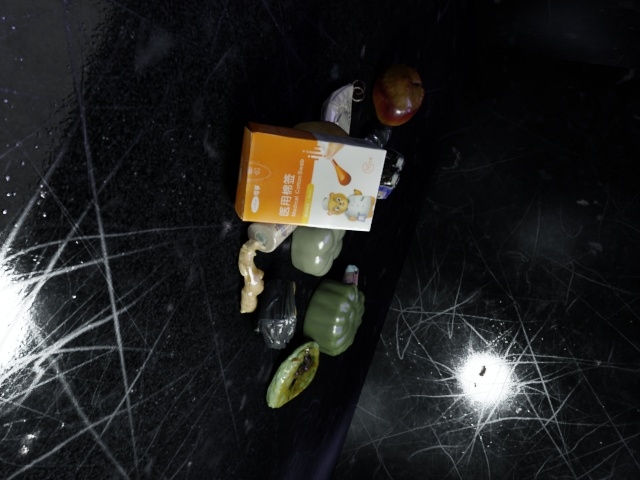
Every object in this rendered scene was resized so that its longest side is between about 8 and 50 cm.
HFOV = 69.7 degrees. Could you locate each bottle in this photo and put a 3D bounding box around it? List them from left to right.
[{"bbox_3d":[-0.122,-0.053,1.363,0.209,0.097,0.110,-47,171,-48],"label":"bottle"}]

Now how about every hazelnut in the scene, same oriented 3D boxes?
[{"bbox_3d":[0.305,-0.584,1.866,0.217,0.217,0.251,55,40,-64],"label":"hazelnut"}]

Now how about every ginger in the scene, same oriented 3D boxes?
[{"bbox_3d":[-0.197,0.106,1.336,0.089,0.075,0.288,-21,133,-38],"label":"ginger"}]

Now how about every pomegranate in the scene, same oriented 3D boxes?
[{"bbox_3d":[-0.005,-0.237,1.333,0.233,0.233,0.233,-50,150,-44],"label":"pomegranate"}]

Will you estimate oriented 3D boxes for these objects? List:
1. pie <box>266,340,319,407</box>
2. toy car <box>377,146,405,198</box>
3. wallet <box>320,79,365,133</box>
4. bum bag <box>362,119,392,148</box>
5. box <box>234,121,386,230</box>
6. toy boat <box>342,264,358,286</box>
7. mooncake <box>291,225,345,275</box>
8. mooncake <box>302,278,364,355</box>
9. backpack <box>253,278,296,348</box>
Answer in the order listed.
[{"bbox_3d":[-0.099,0.543,1.858,0.323,0.071,0.323,-43,151,-31],"label":"pie"},{"bbox_3d":[0.272,-0.304,2.067,0.158,0.172,0.235,105,11,-58],"label":"toy car"},{"bbox_3d":[0.060,-0.376,1.592,0.275,0.068,0.335,-41,145,-57],"label":"wallet"},{"bbox_3d":[0.244,-0.441,1.964,0.340,0.095,0.144,-51,159,-40],"label":"bum bag"},{"bbox_3d":[-0.033,-0.159,1.165,0.143,0.342,0.224,-118,-144,-66],"label":"box"},{"bbox_3d":[0.129,0.232,2.259,0.155,0.085,0.227,15,82,-77],"label":"toy boat"},{"bbox_3d":[0.000,0.000,1.658,0.275,0.135,0.274,-55,157,-37],"label":"mooncake"},{"bbox_3d":[0.067,0.334,2.018,0.351,0.188,0.351,-54,155,-41],"label":"mooncake"},{"bbox_3d":[-0.144,0.250,1.482,0.258,0.133,0.206,95,-4,-51],"label":"backpack"}]
